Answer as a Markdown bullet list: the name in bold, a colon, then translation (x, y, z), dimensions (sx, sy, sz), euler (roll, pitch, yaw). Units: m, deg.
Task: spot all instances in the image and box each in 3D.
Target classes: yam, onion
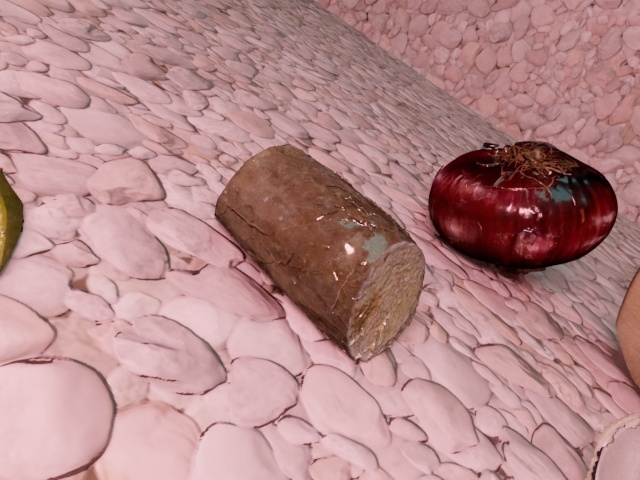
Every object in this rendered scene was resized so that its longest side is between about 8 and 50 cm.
- **yam**: translation (0.000, 0.000, 0.642), dimensions (0.254, 0.154, 0.154), euler (44, 29, 20)
- **onion**: translation (0.334, -0.049, 1.009), dimensions (0.313, 0.233, 0.314), euler (3, 24, -1)

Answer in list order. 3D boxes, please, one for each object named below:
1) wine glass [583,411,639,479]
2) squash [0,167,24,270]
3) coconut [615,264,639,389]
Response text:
- **wine glass**: translation (0.435, 0.282, 0.606), dimensions (0.320, 0.143, 0.143), euler (20, 28, -21)
- **squash**: translation (-0.333, -0.072, 0.478), dimensions (0.191, 0.085, 0.184), euler (19, 29, -26)
- **coconut**: translation (0.611, 0.152, 0.803), dimensions (0.346, 0.347, 0.360), euler (26, 19, -10)
